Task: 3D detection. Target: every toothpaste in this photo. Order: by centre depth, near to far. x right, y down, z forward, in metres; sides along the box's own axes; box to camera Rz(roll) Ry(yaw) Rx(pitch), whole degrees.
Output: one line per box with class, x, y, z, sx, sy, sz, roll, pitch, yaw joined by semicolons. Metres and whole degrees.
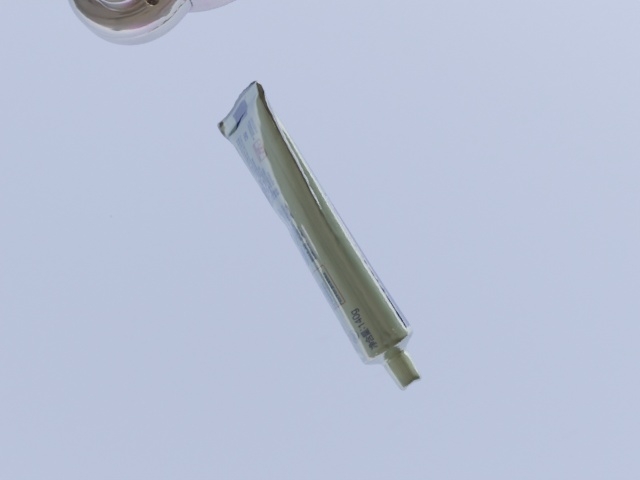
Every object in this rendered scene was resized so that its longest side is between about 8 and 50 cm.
toothpaste;0.000;0.000;0.803;0.047;0.069;0.268;-32;-98;-7

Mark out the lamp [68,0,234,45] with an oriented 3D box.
lamp;-0.126;-0.277;0.937;0.179;0.108;0.246;37;-100;25
